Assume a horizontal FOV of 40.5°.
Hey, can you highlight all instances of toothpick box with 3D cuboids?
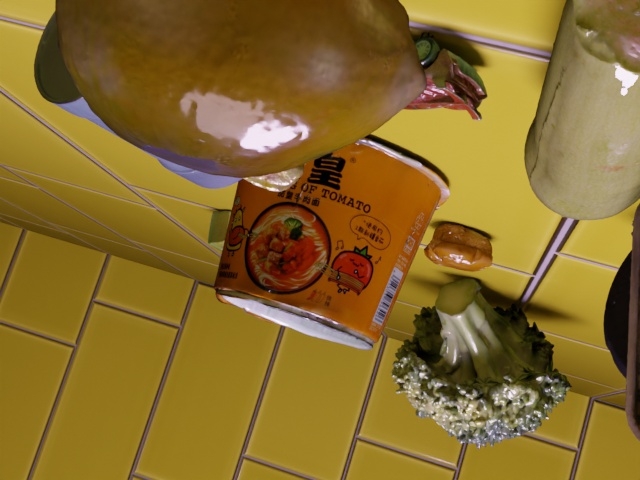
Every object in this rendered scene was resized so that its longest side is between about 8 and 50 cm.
[{"bbox_3d":[-0.114,-0.111,0.631,0.101,0.101,0.153,10,167,37],"label":"toothpick box"}]

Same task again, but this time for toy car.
[{"bbox_3d":[0.048,-0.106,0.564,0.122,0.035,0.059,10,169,41],"label":"toy car"}]

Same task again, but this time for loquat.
[{"bbox_3d":[-0.041,-0.102,0.437,0.195,0.152,0.152,7,169,13],"label":"loquat"}]

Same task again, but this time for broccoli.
[{"bbox_3d":[0.239,0.195,1.351,0.288,0.235,0.260,14,170,47],"label":"broccoli"}]

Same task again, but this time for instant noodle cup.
[{"bbox_3d":[0.000,0.000,0.844,0.216,0.172,0.216,17,169,3],"label":"instant noodle cup"}]

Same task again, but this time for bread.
[{"bbox_3d":[0.162,0.011,1.005,0.081,0.046,0.083,21,169,-37],"label":"bread"}]

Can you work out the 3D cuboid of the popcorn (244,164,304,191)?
[{"bbox_3d":[-0.035,-0.089,0.579,0.097,0.109,0.089,13,170,-29],"label":"popcorn"}]

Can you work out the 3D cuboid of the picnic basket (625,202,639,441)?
[{"bbox_3d":[0.312,0.048,0.480,0.139,0.165,0.267,-11,-167,-42],"label":"picnic basket"}]

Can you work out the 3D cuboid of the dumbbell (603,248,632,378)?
[{"bbox_3d":[0.364,0.082,0.718,0.218,0.152,0.152,21,170,-20],"label":"dumbbell"}]

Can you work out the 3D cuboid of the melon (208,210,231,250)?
[{"bbox_3d":[-0.077,0.000,1.347,0.118,0.064,0.209,31,162,-37],"label":"melon"}]

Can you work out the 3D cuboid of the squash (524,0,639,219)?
[{"bbox_3d":[0.148,-0.070,0.449,0.083,0.083,0.250,15,169,14],"label":"squash"}]
